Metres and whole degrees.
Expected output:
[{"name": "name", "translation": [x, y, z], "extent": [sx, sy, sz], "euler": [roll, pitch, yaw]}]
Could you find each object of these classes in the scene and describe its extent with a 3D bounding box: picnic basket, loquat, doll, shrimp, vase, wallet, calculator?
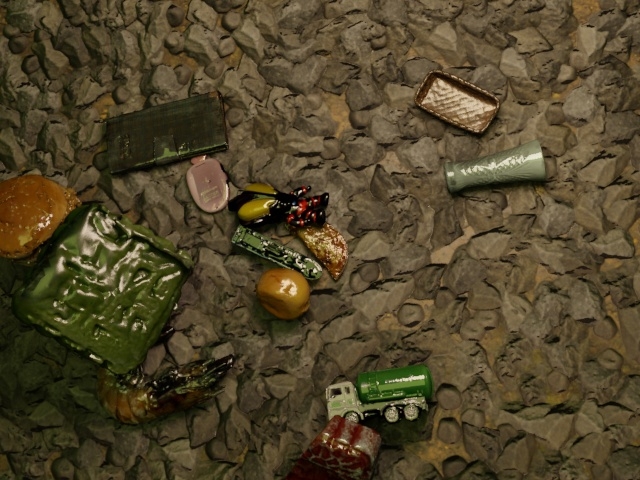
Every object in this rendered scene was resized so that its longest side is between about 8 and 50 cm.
[{"name": "picnic basket", "translation": [0.322, -0.322, 1.791], "extent": [0.193, 0.055, 0.110], "euler": [30, 88, 14]}, {"name": "loquat", "translation": [-0.088, 0.124, 1.760], "extent": [0.137, 0.137, 0.113], "euler": [17, 70, 13]}, {"name": "doll", "translation": [-0.106, -0.087, 1.820], "extent": [0.248, 0.127, 0.088], "euler": [5, 115, 14]}, {"name": "shrimp", "translation": [-0.380, 0.303, 1.819], "extent": [0.365, 0.071, 0.233], "euler": [-22, 72, 12]}, {"name": "vase", "translation": [0.395, -0.163, 1.734], "extent": [0.219, 0.096, 0.096], "euler": [-11, 79, 12]}, {"name": "wallet", "translation": [-0.392, -0.273, 1.919], "extent": [0.317, 0.044, 0.169], "euler": [-12, 70, 7]}, {"name": "calculator", "translation": [-0.282, -0.147, 1.895], "extent": [0.103, 0.024, 0.166], "euler": [-25, 75, 6]}]

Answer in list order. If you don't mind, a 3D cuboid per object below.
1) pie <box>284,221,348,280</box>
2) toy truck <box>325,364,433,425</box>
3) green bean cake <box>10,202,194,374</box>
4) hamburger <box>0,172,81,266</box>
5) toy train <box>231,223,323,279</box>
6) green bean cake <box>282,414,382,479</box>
[{"name": "pie", "translation": [0.003, 0.000, 1.811], "extent": [0.088, 0.033, 0.191], "euler": [-44, 75, -3]}, {"name": "toy truck", "translation": [0.134, 0.350, 1.690], "extent": [0.242, 0.101, 0.125], "euler": [-10, 76, 7]}, {"name": "green bean cake", "translation": [-0.488, 0.113, 1.723], "extent": [0.335, 0.218, 0.319], "euler": [31, 74, -19]}, {"name": "hamburger", "translation": [-0.701, -0.044, 1.871], "extent": [0.260, 0.211, 0.245], "euler": [42, 85, 19]}, {"name": "toy train", "translation": [-0.098, 0.034, 1.814], "extent": [0.234, 0.051, 0.052], "euler": [25, 86, 11]}, {"name": "green bean cake", "translation": [0.020, 0.488, 1.639], "extent": [0.198, 0.097, 0.233], "euler": [21, 121, 10]}]
